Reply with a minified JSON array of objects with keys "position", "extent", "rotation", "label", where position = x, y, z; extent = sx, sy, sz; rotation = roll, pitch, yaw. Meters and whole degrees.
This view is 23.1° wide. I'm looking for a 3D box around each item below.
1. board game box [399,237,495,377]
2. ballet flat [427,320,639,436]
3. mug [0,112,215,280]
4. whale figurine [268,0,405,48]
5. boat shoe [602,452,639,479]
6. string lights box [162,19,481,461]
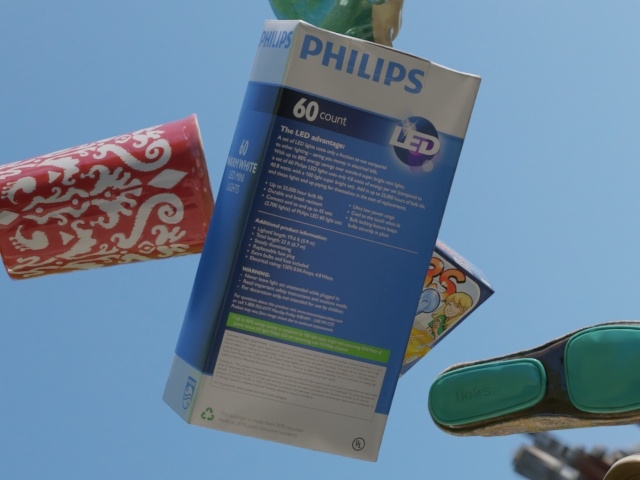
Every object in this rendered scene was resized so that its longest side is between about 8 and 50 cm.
[{"position":[0.041,0.035,1.378],"extent":[0.136,0.035,0.201],"rotation":[-44,-53,15],"label":"board game box"},{"position":[0.267,0.151,1.639],"extent":[0.106,0.316,0.108],"rotation":[29,-122,-53],"label":"ballet flat"},{"position":[-0.168,-0.019,1.248],"extent":[0.169,0.113,0.150],"rotation":[-12,-30,-4],"label":"mug"},{"position":[0.015,-0.281,1.636],"extent":[0.141,0.272,0.216],"rotation":[-13,-84,-4],"label":"whale figurine"},{"position":[0.395,0.376,1.806],"extent":[0.123,0.123,0.342],"rotation":[-48,-52,-52],"label":"boat shoe"},{"position":[0.000,0.000,1.013],"extent":[0.133,0.077,0.260],"rotation":[15,-89,-21],"label":"string lights box"}]
